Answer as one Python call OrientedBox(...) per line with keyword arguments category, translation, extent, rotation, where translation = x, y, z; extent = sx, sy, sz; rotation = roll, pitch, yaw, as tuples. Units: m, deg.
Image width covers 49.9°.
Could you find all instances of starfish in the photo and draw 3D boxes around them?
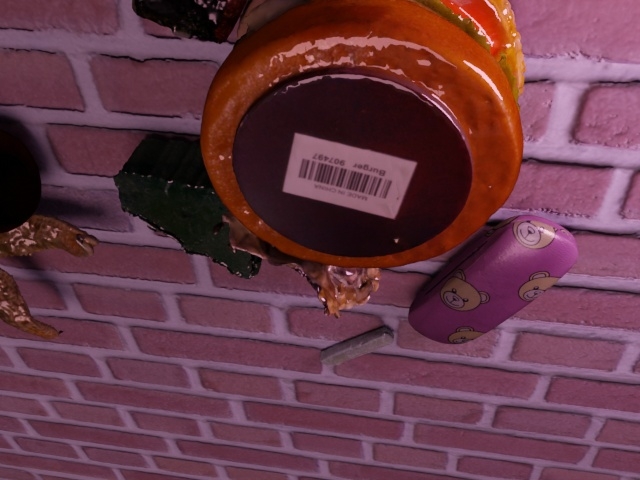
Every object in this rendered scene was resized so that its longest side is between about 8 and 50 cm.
OrientedBox(category="starfish", translation=(-0.576, 0.046, 1.173), extent=(0.431, 0.082, 0.324), rotation=(16, 128, 4))

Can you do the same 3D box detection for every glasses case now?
OrientedBox(category="glasses case", translation=(0.252, 0.069, 1.051), extent=(0.123, 0.076, 0.316), rotation=(25, 137, -14))

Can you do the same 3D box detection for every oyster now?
OrientedBox(category="oyster", translation=(0.000, -0.004, 0.915), extent=(0.201, 0.354, 0.107), rotation=(46, 102, 11))

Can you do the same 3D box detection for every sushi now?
OrientedBox(category="sushi", translation=(-0.109, -0.308, 0.671), extent=(0.126, 0.136, 0.225), rotation=(21, 136, -17))

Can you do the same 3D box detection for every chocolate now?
OrientedBox(category="chocolate", translation=(-0.502, -0.093, 1.008), extent=(0.176, 0.177, 0.177), rotation=(7, 139, 6))

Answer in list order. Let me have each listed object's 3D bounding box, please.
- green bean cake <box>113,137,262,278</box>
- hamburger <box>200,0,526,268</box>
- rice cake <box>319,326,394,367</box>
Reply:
OrientedBox(category="green bean cake", translation=(-0.180, -0.048, 1.004), extent=(0.208, 0.107, 0.193), rotation=(9, 141, 5))
OrientedBox(category="hamburger", translation=(0.052, -0.147, 0.728), extent=(0.329, 0.250, 0.330), rotation=(5, 136, 5))
OrientedBox(category="rice cake", translation=(0.066, 0.199, 1.280), extent=(0.170, 0.029, 0.033), rotation=(-29, 128, 36))
